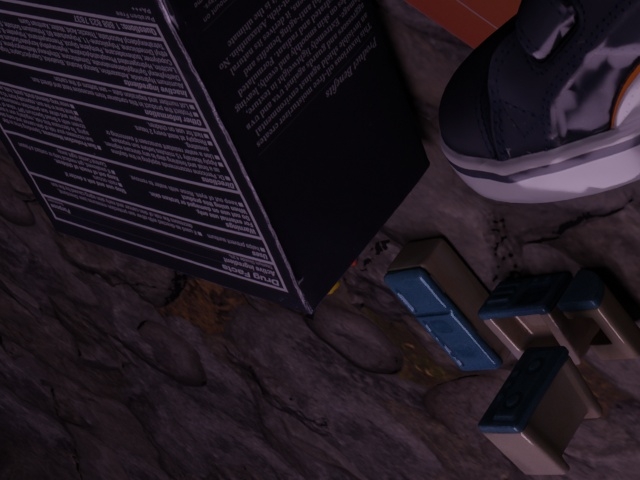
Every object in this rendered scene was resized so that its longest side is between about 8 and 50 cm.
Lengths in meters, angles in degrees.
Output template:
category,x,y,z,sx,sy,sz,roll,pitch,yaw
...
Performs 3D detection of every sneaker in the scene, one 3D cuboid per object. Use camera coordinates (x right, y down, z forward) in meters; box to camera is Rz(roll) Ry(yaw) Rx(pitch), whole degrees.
category,x,y,z,sx,sy,sz,roll,pitch,yaw
sneaker,0.146,-0.114,0.522,0.321,0.126,0.127,-20,123,45

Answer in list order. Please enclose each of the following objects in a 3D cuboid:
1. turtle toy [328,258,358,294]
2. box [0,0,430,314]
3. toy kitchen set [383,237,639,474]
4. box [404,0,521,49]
category,x,y,z,sx,sy,sz,roll,pitch,yaw
turtle toy,0.000,0.000,1.259,0.095,0.066,0.130,62,149,6
box,-0.113,-0.134,1.074,0.296,0.183,0.294,16,144,37
toy kitchen set,0.125,0.089,1.142,0.122,0.166,0.207,49,149,-19
box,0.184,-0.212,0.638,0.215,0.168,0.345,35,152,4
